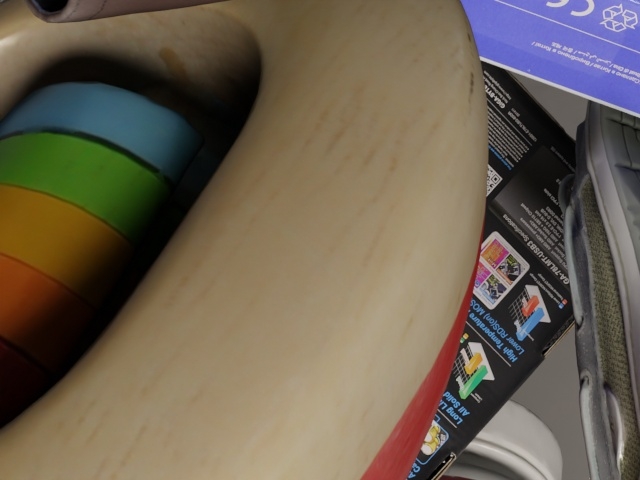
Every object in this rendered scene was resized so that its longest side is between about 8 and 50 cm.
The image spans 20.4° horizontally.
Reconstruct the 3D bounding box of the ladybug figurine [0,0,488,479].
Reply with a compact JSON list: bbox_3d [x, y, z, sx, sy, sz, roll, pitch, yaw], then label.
[{"bbox_3d":[-0.087,0.047,0.600,0.305,0.162,0.449,1,40,34],"label":"ladybug figurine"}]

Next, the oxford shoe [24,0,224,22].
[{"bbox_3d":[-0.029,-0.097,0.405,0.098,0.271,0.097,-33,78,12],"label":"oxford shoe"}]

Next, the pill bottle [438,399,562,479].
[{"bbox_3d":[0.095,0.330,1.513,0.224,0.224,0.392,5,46,10],"label":"pill bottle"}]

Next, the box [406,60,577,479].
[{"bbox_3d":[0.000,0.000,1.045,0.295,0.073,0.293,44,84,-14],"label":"box"}]

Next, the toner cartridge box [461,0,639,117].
[{"bbox_3d":[0.205,-0.132,0.883,0.347,0.075,0.165,20,52,-7],"label":"toner cartridge box"}]

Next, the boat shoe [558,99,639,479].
[{"bbox_3d":[0.169,0.035,0.881,0.118,0.103,0.320,19,43,-22],"label":"boat shoe"}]
